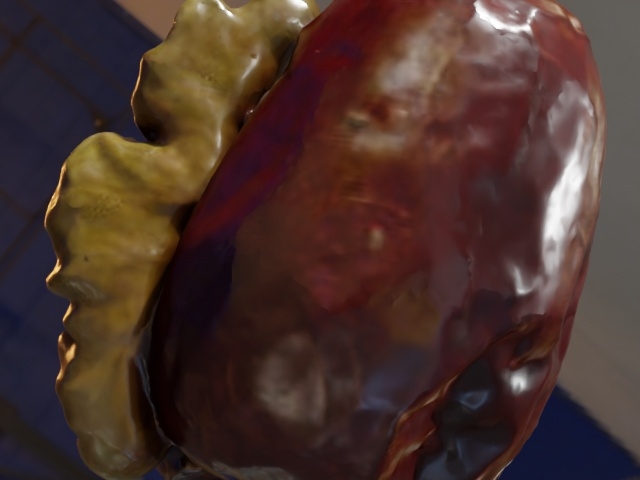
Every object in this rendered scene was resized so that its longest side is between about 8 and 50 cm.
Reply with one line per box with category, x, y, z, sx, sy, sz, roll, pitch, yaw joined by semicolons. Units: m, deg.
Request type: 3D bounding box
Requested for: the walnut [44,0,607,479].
walnut;0.000;0.000;0.745;0.243;0.269;0.222;18;-8;0
